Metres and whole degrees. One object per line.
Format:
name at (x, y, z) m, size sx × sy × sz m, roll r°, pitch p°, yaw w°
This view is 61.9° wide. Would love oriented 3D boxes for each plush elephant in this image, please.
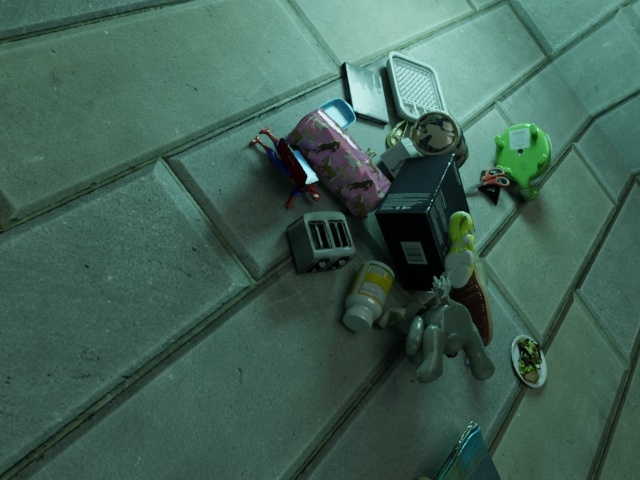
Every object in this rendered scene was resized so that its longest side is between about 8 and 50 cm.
plush elephant at (0.330, 0.281, 1.644) m, size 0.272 × 0.255 × 0.329 m, roll -3°, pitch 77°, yaw -27°

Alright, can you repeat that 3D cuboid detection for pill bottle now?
pill bottle at (0.144, 0.172, 1.630) m, size 0.118 × 0.118 × 0.208 m, roll 38°, pitch 51°, yaw -14°

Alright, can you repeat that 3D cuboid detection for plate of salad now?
plate of salad at (0.794, 0.451, 2.007) m, size 0.200 × 0.048 × 0.199 m, roll 16°, pitch 59°, yaw -28°

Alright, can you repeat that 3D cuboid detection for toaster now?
toaster at (0.000, 0.000, 1.618) m, size 0.168 × 0.110 × 0.185 m, roll -3°, pitch 70°, yaw -38°

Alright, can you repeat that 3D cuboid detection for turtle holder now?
turtle holder at (0.937, -0.362, 2.391) m, size 0.227 × 0.243 × 0.320 m, roll -1°, pitch 58°, yaw -54°

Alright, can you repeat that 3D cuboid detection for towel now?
towel at (0.414, 0.752, 1.545) m, size 0.370 × 0.040 × 0.271 m, roll -34°, pitch 105°, yaw -42°

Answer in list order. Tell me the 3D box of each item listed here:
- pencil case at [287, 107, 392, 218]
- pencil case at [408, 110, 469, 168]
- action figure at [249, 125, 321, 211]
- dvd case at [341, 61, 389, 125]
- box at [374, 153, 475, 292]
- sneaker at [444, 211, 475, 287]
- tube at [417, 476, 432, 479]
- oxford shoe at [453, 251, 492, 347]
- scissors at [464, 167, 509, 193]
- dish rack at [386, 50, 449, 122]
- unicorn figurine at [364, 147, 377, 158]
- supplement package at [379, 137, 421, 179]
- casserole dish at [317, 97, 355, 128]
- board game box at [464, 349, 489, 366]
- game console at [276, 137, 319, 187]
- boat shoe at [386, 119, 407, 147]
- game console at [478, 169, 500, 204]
pencil case at (0.065, -0.248, 1.752) m, size 0.386 × 0.167 × 0.160 m, roll 44°, pitch 42°, yaw -9°
pencil case at (0.436, -0.352, 1.953) m, size 0.410 × 0.184 × 0.159 m, roll 5°, pitch 82°, yaw -70°
action figure at (-0.114, -0.208, 1.654) m, size 0.280 × 0.091 × 0.139 m, roll 43°, pitch 43°, yaw -9°
dvd case at (0.176, -0.573, 2.084) m, size 0.179 × 0.030 × 0.238 m, roll 9°, pitch 64°, yaw -33°
box at (0.359, -0.056, 1.771) m, size 0.312 × 0.179 × 0.343 m, roll -56°, pitch 134°, yaw -39°
sneaker at (0.450, 0.035, 1.666) m, size 0.126 × 0.091 × 0.240 m, roll 21°, pitch 74°, yaw -58°
tube at (0.265, 0.776, 1.459) m, size 0.070 × 0.062 × 0.240 m, roll 19°, pitch 55°, yaw 14°
oxford shoe at (0.561, 0.190, 1.913) m, size 0.147 × 0.140 × 0.396 m, roll 12°, pitch 63°, yaw -39°
scissors at (0.681, -0.250, 2.271) m, size 0.297 × 0.021 × 0.109 m, roll -13°, pitch 63°, yaw -23°
dish rack at (0.398, -0.615, 2.237) m, size 0.286 × 0.072 × 0.332 m, roll 7°, pitch 64°, yaw -32°
unicorn figurine at (0.132, -0.272, 1.866) m, size 0.162 × 0.111 × 0.060 m, roll -8°, pitch 62°, yaw -53°
supplement package at (0.320, -0.274, 1.972) m, size 0.179 × 0.105 × 0.105 m, roll 56°, pitch 30°, yaw 1°
casserole dish at (0.050, -0.444, 1.924) m, size 0.114 × 0.037 × 0.188 m, roll 52°, pitch 48°, yaw -2°
board game box at (0.549, 0.412, 1.867) m, size 0.090 × 0.020 × 0.090 m, roll 34°, pitch 53°, yaw -17°
game console at (-0.059, -0.240, 1.597) m, size 0.085 × 0.124 × 0.144 m, roll -31°, pitch 82°, yaw -18°
boat shoe at (0.302, -0.415, 2.083) m, size 0.056 × 0.048 × 0.153 m, roll 42°, pitch 50°, yaw -11°
game console at (0.739, -0.233, 2.332) m, size 0.107 × 0.071 × 0.122 m, roll 19°, pitch 52°, yaw 8°
